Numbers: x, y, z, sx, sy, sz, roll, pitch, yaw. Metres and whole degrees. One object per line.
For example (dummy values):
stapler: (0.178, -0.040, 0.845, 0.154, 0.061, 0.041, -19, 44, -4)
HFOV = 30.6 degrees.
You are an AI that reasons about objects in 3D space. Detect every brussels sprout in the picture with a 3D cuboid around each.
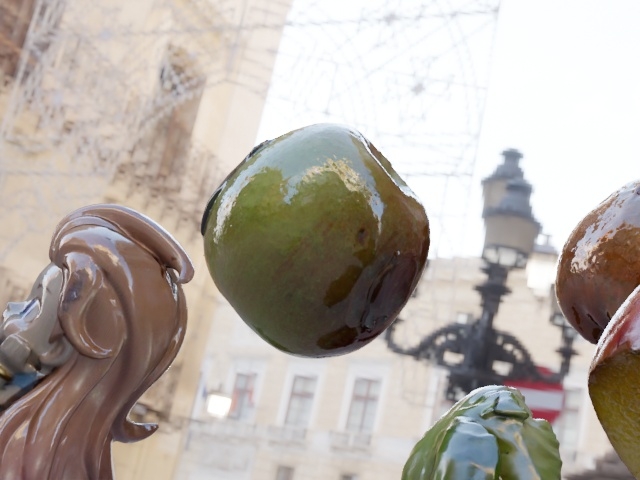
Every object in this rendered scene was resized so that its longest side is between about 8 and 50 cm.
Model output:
brussels sprout: (0.110, 0.183, 0.867, 0.100, 0.181, 0.139, 26, -44, -21)

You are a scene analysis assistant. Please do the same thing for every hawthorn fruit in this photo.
hawthorn fruit: (0.450, 0.024, 1.441, 0.277, 0.298, 0.277, 26, 4, -2)

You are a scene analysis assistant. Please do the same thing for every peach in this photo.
peach: (0.278, 0.111, 0.796, 0.192, 0.190, 0.190, 4, -14, -25)

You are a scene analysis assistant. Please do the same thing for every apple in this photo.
apple: (0.000, 0.000, 1.075, 0.207, 0.188, 0.174, 39, 17, -9)

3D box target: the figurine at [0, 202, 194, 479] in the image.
figurine: (-0.112, 0.062, 0.480, 0.114, 0.157, 0.126, 57, -5, -6)
